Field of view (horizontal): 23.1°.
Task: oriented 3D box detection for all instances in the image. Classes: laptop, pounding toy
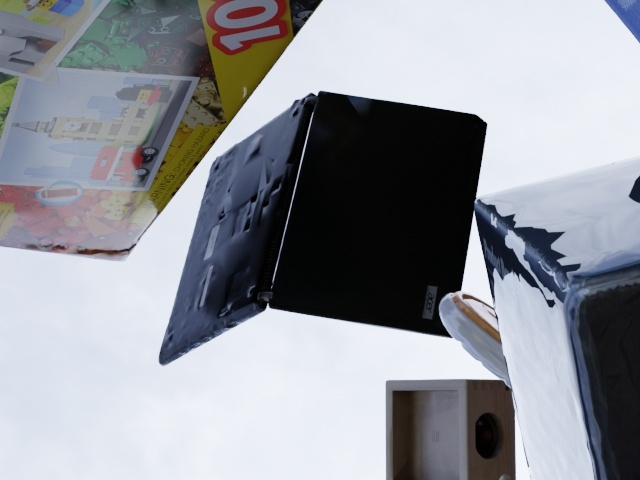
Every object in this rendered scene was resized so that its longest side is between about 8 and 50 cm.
[{"bbox_3d":[0.000,0.000,1.398,0.136,0.264,0.234,30,-127,-25],"label":"laptop"},{"bbox_3d":[0.167,0.257,1.736,0.094,0.181,0.206,5,-98,-42],"label":"pounding toy"}]

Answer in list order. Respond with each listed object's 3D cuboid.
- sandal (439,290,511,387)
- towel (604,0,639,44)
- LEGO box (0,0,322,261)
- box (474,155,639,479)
[{"bbox_3d":[0.187,0.090,0.891,0.076,0.265,0.102,-58,-17,14],"label":"sandal"},{"bbox_3d":[0.279,-0.178,0.844,0.034,0.285,0.209,-22,-110,-42],"label":"towel"},{"bbox_3d":[-0.239,-0.205,1.241,0.372,0.500,0.193,7,-124,-28],"label":"LEGO box"},{"bbox_3d":[0.258,0.148,0.664,0.293,0.212,0.395,-13,-79,-2],"label":"box"}]
